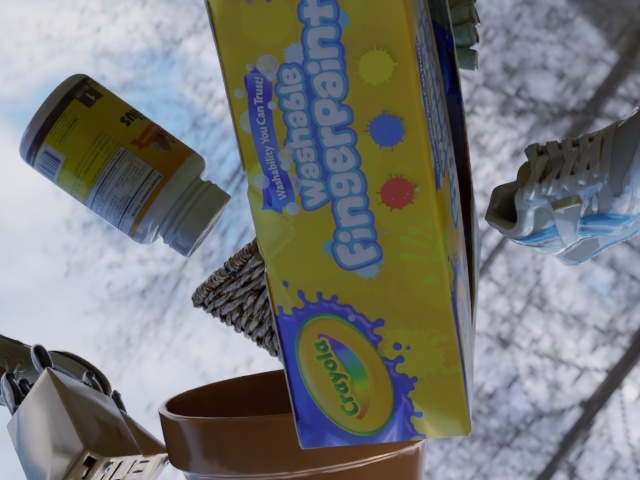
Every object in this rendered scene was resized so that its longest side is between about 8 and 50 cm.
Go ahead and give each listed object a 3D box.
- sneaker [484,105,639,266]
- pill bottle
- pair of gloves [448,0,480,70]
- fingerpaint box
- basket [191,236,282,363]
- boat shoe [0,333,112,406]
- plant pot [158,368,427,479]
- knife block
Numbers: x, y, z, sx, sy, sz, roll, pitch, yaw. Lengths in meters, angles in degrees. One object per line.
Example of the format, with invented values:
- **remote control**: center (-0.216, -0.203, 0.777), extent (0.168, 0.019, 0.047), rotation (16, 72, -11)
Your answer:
- **sneaker**: center (0.214, -0.047, 1.255), extent (0.092, 0.228, 0.087), rotation (20, -119, -11)
- **pill bottle**: center (-0.205, -0.075, 1.629), extent (0.215, 0.117, 0.117), rotation (36, -157, 1)
- **pair of gloves**: center (0.069, -0.285, 1.610), extent (0.204, 0.240, 0.042), rotation (-1, -163, 33)
- **fingerpaint box**: center (0.041, -0.100, 1.373), extent (0.163, 0.444, 0.371), rotation (-6, -156, 11)
- **basket**: center (0.000, 0.000, 2.019), extent (0.223, 0.213, 0.299), rotation (33, -134, 28)
- **boat shoe**: center (-0.450, 0.199, 2.232), extent (0.302, 0.113, 0.103), rotation (16, -174, 25)
- **plant pot**: center (-0.012, 0.251, 1.590), extent (0.291, 0.203, 0.291), rotation (-7, -177, 0)
- **knife block**: center (-0.297, 0.203, 1.701), extent (0.242, 0.088, 0.276), rotation (35, -175, 17)
